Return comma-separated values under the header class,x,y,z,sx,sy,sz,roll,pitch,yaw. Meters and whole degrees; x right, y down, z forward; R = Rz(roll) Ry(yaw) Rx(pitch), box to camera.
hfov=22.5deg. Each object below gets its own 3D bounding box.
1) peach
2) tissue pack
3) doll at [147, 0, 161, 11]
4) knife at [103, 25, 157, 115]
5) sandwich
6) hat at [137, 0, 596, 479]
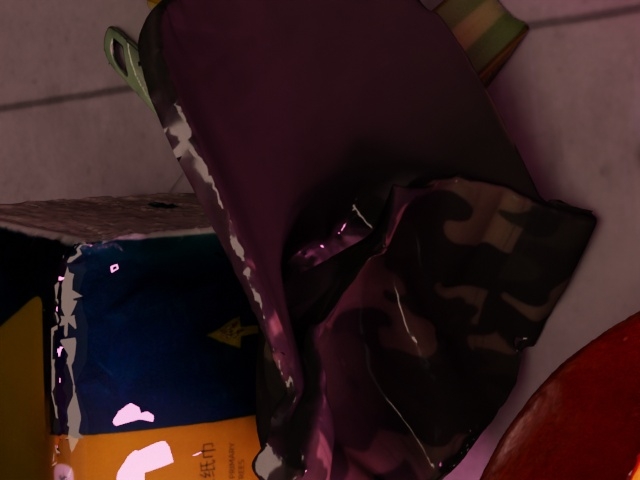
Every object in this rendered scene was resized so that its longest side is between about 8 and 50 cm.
class,x,y,z,sx,sy,sz,roll,pitch,yaw
peach,0.262,0.182,1.093,0.338,0.281,0.281,-42,74,29
tissue pack,-0.152,0.178,1.335,0.264,0.253,0.416,12,106,56
doll,-0.116,-0.307,1.362,0.252,0.111,0.237,51,134,16
knife,-0.103,-0.091,1.431,0.293,0.020,0.043,46,119,20
sandwich,0.095,-0.143,1.265,0.074,0.074,0.116,46,117,19
hat,0.000,0.000,1.191,0.381,0.366,0.257,51,139,12
